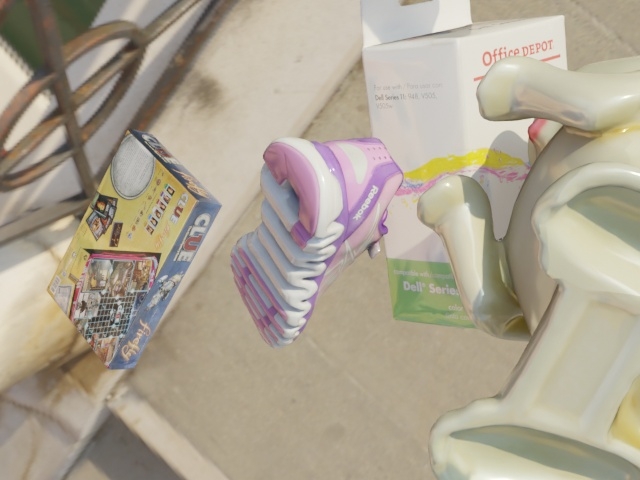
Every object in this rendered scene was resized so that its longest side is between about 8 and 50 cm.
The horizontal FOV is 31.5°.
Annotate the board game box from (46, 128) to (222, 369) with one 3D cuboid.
[{"bbox_3d":[-0.231,0.011,1.374,0.165,0.042,0.243,44,112,35],"label":"board game box"}]

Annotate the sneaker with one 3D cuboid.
[{"bbox_3d":[0.000,0.000,0.888,0.095,0.104,0.236,56,149,22],"label":"sneaker"}]

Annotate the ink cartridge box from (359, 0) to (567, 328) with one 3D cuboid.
[{"bbox_3d":[0.157,-0.110,1.145,0.119,0.207,0.353,4,108,41],"label":"ink cartridge box"}]

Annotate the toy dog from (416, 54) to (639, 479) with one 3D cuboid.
[{"bbox_3d":[0.276,-0.015,0.885,0.395,0.408,0.285,9,124,2],"label":"toy dog"}]
